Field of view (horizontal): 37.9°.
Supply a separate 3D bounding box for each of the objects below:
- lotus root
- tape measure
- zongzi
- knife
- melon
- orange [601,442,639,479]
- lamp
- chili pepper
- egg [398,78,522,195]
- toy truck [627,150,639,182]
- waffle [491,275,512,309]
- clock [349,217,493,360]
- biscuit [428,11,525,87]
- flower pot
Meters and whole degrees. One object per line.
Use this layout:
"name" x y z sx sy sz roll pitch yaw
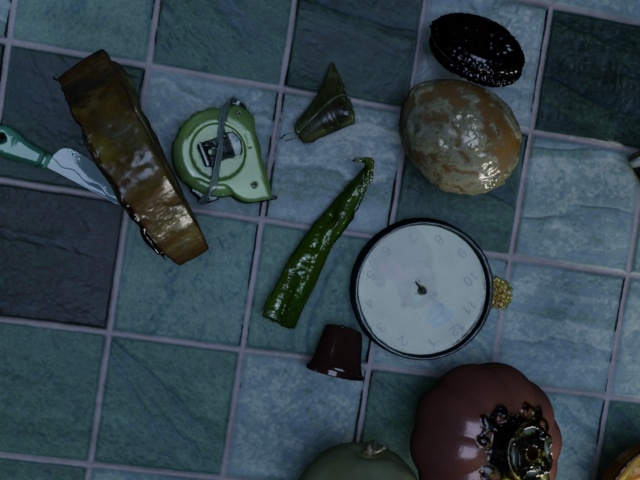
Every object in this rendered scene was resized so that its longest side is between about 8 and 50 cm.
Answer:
"lotus root" -0.303 -0.130 1.545 0.111 0.390 0.375 -27 106 -6
"tape measure" -0.182 -0.155 1.696 0.175 0.106 0.200 -12 93 -11
"zongzi" -0.021 -0.251 1.756 0.154 0.062 0.130 -23 75 9
"knife" -0.473 -0.141 1.696 0.260 0.034 0.063 24 83 -15
"melon" 0.065 0.513 1.701 0.271 0.272 0.308 25 83 -9
"orange" 0.664 0.532 1.798 0.274 0.274 0.310 -35 132 -5
"lamp" 0.318 0.377 1.726 0.305 0.239 0.305 1 87 -27
"chili pepper" 0.000 0.000 1.750 0.085 0.076 0.359 27 93 -36
"egg" 0.255 -0.194 1.718 0.245 0.203 0.203 40 87 2
"toy truck" 0.719 -0.154 1.756 0.157 0.272 0.124 -35 98 -13
"waffle" 0.337 0.108 1.837 0.085 0.016 0.078 2 93 -10
"clock" 0.196 0.095 1.787 0.280 0.055 0.281 0 92 -5
"biscuit" 0.292 -0.356 1.734 0.194 0.194 0.053 13 132 -9
"flower pot" 0.036 0.209 1.762 0.111 0.111 0.089 16 75 -9
